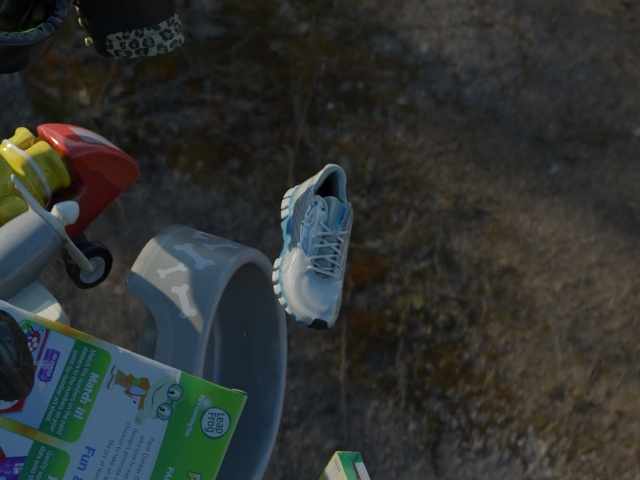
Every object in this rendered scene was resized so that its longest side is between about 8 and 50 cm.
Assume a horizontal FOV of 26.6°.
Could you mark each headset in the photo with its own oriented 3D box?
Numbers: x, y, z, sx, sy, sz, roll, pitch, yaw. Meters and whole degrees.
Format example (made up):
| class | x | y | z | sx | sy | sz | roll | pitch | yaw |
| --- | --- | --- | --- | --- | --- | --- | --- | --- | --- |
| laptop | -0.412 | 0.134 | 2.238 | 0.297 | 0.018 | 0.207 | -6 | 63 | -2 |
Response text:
| class | x | y | z | sx | sy | sz | roll | pitch | yaw |
| --- | --- | --- | --- | --- | --- | --- | --- | --- | --- |
| headset | -0.398 | -0.306 | 1.544 | 0.243 | 0.185 | 0.394 | 30 | 36 | -11 |

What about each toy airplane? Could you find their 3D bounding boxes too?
| class | x | y | z | sx | sy | sz | roll | pitch | yaw |
| --- | --- | --- | --- | --- | --- | --- | --- | --- | --- |
| toy airplane | -0.420 | -0.034 | 1.481 | 0.386 | 0.272 | 0.384 | 6 | 35 | 3 |

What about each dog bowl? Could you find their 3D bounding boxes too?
| class | x | y | z | sx | sy | sz | roll | pitch | yaw |
| --- | --- | --- | --- | --- | --- | --- | --- | --- | --- |
| dog bowl | -0.131 | 0.158 | 1.567 | 0.102 | 0.348 | 0.348 | 4 | 47 | 16 |

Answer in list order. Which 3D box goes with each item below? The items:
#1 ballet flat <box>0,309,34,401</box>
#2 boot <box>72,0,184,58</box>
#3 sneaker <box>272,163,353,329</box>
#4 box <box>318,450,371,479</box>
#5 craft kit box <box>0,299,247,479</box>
| class | x | y | z | sx | sy | sz | roll | pitch | yaw |
| --- | --- | --- | --- | --- | --- | --- | --- | --- | --- |
| ballet flat | -0.204 | 0.053 | 0.731 | 0.057 | 0.049 | 0.173 | -34 | 23 | -23 |
| boot | -0.251 | -0.262 | 1.321 | 0.236 | 0.178 | 0.085 | -1 | 41 | 7 |
| sneaker | 0.000 | 0.000 | 1.362 | 0.071 | 0.083 | 0.190 | 18 | 48 | -26 |
| box | 0.016 | 0.379 | 1.809 | 0.043 | 0.179 | 0.105 | 8 | 39 | -30 |
| craft kit box | -0.212 | 0.184 | 0.993 | 0.247 | 0.061 | 0.249 | 22 | 78 | -3 |
